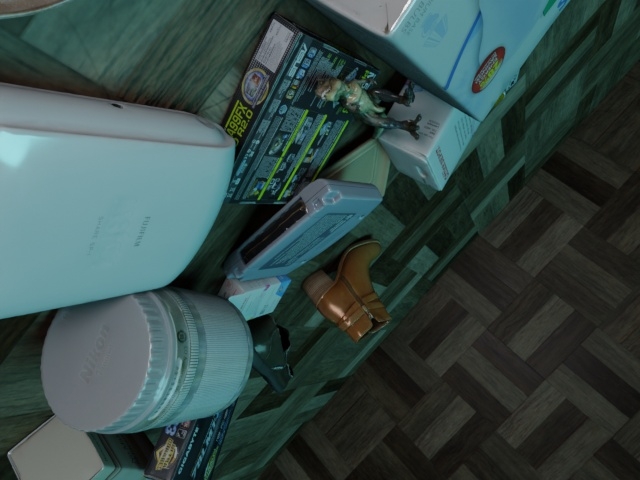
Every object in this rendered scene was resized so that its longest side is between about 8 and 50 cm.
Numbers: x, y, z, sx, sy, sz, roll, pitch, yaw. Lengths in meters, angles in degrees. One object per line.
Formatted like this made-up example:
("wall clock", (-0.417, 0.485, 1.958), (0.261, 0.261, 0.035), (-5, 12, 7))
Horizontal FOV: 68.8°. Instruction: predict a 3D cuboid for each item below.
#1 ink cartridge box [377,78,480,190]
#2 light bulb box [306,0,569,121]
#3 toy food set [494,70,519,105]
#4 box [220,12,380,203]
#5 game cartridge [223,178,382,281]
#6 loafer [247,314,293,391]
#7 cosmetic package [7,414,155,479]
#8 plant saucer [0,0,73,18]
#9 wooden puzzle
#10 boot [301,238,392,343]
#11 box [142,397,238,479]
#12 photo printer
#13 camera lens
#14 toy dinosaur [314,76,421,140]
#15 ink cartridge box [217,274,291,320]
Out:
("ink cartridge box", (0.245, -0.265, 0.924), (0.278, 0.117, 0.201), (-60, 155, 0))
("light bulb box", (0.178, -0.384, 0.570), (0.361, 0.225, 0.357), (0, 129, -57))
("toy food set", (0.398, -0.410, 1.012), (0.104, 0.111, 0.232), (-41, 152, -10))
("box", (-0.047, -0.179, 0.725), (0.216, 0.060, 0.270), (-8, 136, -55))
("game cartridge", (-0.031, -0.017, 0.907), (0.297, 0.062, 0.198), (-38, 165, 31))
("loafer", (-0.121, 0.301, 1.246), (0.130, 0.134, 0.365), (-40, 155, -13))
("cosmetic package", (-0.447, 0.450, 0.941), (0.129, 0.153, 0.296), (-41, 157, -14))
("plant saucer", (-0.231, -0.294, 0.270), (0.311, 0.050, 0.310), (-36, 154, -20))
("wooden puzzle", (0.045, -0.110, 1.005), (0.239, 0.044, 0.220), (-32, 153, -18))
("boot", (0.118, 0.128, 1.258), (0.284, 0.220, 0.109), (-29, 150, -33))
("box", (-0.278, 0.426, 1.096), (0.293, 0.074, 0.295), (92, 13, -56))
("photo printer", (-0.251, -0.040, 0.553), (0.308, 0.107, 0.256), (-8, 135, -54))
("camera lens", (-0.255, 0.182, 0.750), (0.219, 0.219, 0.274), (-49, 156, 5))
("toy dinosaur", (0.090, -0.199, 0.715), (0.268, 0.118, 0.063), (11, 91, -64))
("ink cartridge box", (-0.160, 0.118, 0.993), (0.181, 0.061, 0.104), (-10, 137, -53))
